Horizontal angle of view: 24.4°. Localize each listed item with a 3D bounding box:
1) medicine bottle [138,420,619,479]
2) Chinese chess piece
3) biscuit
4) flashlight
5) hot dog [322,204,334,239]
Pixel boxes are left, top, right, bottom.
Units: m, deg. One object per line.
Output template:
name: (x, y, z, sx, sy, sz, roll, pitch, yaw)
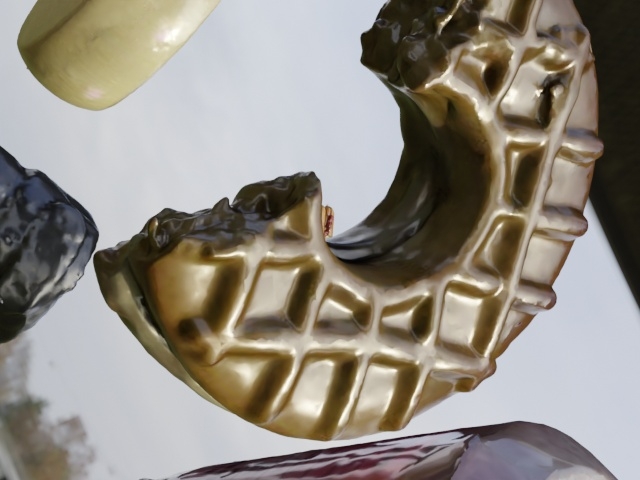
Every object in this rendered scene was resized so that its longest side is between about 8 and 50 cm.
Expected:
medicine bottle: (-0.013, 0.142, 0.495, 0.247, 0.147, 0.147, -15, -82, 39)
Chinese chess piece: (-0.183, -0.250, 1.466, 0.102, 0.273, 0.273, 42, -6, -23)
biscuit: (0.049, -0.021, 0.974, 0.115, 0.366, 0.268, 30, -21, 52)
flashlight: (-0.192, -0.052, 0.584, 0.232, 0.093, 0.093, 42, -8, -18)
hot dog: (0.000, 0.000, 1.673, 0.021, 0.037, 0.083, 7, -91, 42)
